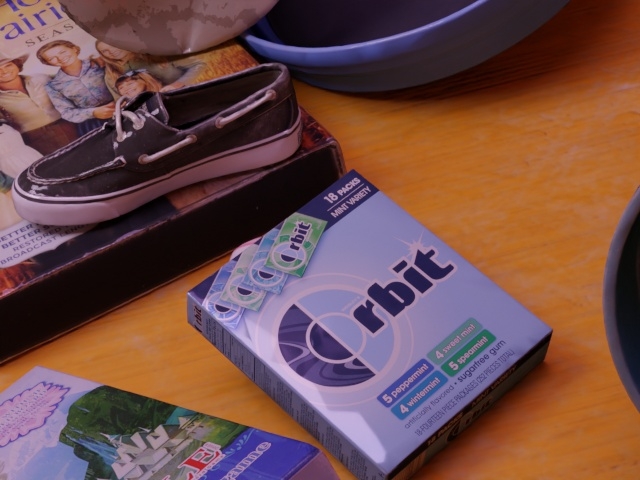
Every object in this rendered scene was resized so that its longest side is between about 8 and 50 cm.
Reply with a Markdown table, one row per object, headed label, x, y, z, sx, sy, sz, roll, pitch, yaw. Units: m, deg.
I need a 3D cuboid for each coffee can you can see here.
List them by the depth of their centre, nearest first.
| label | x | y | z | sx | sy | sz | roll | pitch | yaw |
| --- | --- | --- | --- | --- | --- | --- | --- | --- | --- |
| coffee can | -0.140 | -0.313 | 1.338 | 0.201 | 0.201 | 0.275 | -15 | 46 | -4 |

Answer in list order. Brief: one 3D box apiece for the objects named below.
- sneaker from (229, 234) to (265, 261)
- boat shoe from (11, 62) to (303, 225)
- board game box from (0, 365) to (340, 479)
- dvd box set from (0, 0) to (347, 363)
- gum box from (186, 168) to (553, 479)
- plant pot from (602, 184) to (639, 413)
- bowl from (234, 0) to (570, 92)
| label | x | y | z | sx | sy | sz | roll | pitch | yaw |
| --- | --- | --- | --- | --- | --- | --- | --- | --- | --- |
| sneaker | 0.000 | 0.000 | 1.171 | 0.134 | 0.051 | 0.070 | -5 | 45 | -3 |
| boat shoe | -0.122 | -0.076 | 1.181 | 0.219 | 0.070 | 0.078 | -19 | 41 | -9 |
| board game box | -0.184 | 0.199 | 0.833 | 0.319 | 0.066 | 0.318 | -39 | 24 | -27 |
| dvd box set | -0.210 | -0.100 | 1.330 | 0.307 | 0.062 | 0.420 | -25 | 42 | -16 |
| gum box | 0.031 | 0.057 | 1.069 | 0.157 | 0.041 | 0.184 | -38 | 64 | -26 |
| plant pot | 0.327 | -0.013 | 0.960 | 0.272 | 0.271 | 0.255 | 6 | 30 | 21 |
| bowl | 0.083 | -0.287 | 1.375 | 0.391 | 0.077 | 0.391 | -17 | 49 | 21 |
